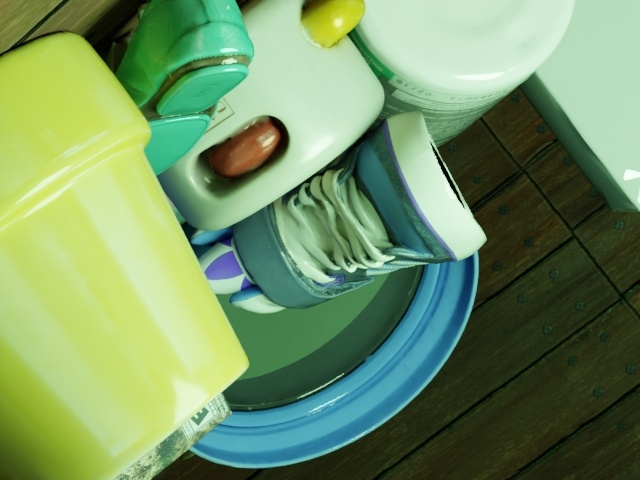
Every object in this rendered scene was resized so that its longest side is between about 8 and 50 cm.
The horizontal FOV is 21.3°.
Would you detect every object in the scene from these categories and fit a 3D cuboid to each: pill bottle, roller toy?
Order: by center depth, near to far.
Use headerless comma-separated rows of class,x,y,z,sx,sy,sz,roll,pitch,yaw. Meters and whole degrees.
roller toy,-0.060,-0.114,1.352,0.191,0.146,0.209,-41,-168,-26
pill bottle,0.085,-0.192,1.565,0.204,0.204,0.361,-38,179,-15

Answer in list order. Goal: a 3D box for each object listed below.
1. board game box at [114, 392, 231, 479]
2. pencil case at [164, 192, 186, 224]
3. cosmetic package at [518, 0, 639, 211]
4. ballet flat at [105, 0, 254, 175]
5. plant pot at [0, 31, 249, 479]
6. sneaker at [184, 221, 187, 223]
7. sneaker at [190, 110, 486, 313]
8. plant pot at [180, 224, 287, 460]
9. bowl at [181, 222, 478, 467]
board game box,-0.252,0.114,1.315,0.291,0.232,0.141,-39,-146,-24
pencil case,-0.191,-0.025,1.567,0.273,0.124,0.113,-37,-140,13
cosmetic package,0.292,-0.239,1.801,0.217,0.385,0.156,-39,180,-1
ballet flat,-0.109,-0.114,1.175,0.083,0.087,0.247,-6,166,-24
plant pot,-0.180,0.037,1.084,0.254,0.239,0.254,-39,-179,1
sneaker,-0.097,-0.088,1.761,0.175,0.064,0.067,-33,-142,19
sneaker,0.000,0.000,1.416,0.236,0.130,0.323,-27,-177,0
plant pot,-0.134,0.050,2.110,0.334,0.305,0.334,-39,179,-1
bowl,-0.015,0.072,1.828,0.391,0.077,0.391,-18,132,-21
